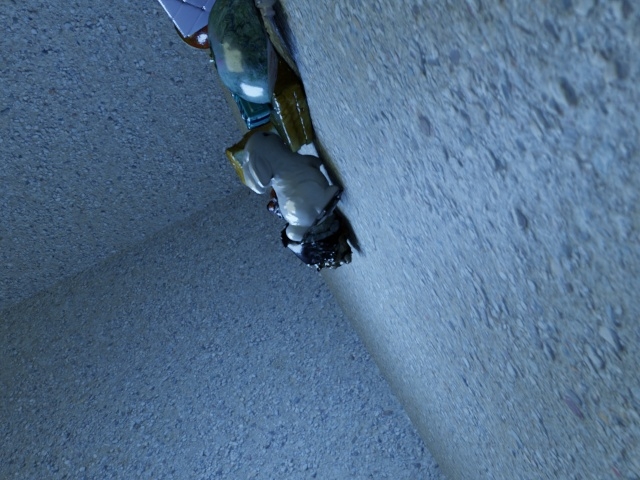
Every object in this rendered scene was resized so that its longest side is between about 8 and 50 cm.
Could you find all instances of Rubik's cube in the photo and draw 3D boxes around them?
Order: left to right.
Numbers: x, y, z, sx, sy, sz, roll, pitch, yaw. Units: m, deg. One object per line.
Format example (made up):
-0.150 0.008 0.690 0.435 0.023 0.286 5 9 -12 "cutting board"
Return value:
-0.394 -0.783 1.587 0.225 0.231 0.221 60 -177 22 "Rubik's cube"

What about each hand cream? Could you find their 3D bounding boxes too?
-0.139 -0.598 1.278 0.084 0.053 0.142 -159 52 -80 "hand cream"

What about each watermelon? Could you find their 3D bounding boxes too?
-0.220 -0.515 1.383 0.188 0.175 0.322 31 -142 -81 "watermelon"

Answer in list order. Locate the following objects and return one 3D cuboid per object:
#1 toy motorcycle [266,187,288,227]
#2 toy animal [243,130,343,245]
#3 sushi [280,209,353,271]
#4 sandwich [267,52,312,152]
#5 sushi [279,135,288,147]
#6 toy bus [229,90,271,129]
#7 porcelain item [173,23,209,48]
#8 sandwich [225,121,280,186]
-0.119 -0.104 2.508 0.401 0.207 0.134 60 -157 -10 "toy motorcycle"
-0.110 -0.191 1.719 0.357 0.258 0.194 39 162 2 "toy animal"
0.002 0.004 1.942 0.219 0.225 0.239 56 -147 -46 "sushi"
-0.134 -0.441 1.637 0.301 0.099 0.271 57 168 32 "sandwich"
-0.148 -0.352 2.134 0.226 0.097 0.103 124 135 -55 "sushi"
-0.205 -0.411 1.565 0.160 0.079 0.092 66 167 3 "toy bus"
-0.390 -0.795 1.912 0.253 0.253 0.253 61 174 12 "porcelain item"
-0.244 -0.354 2.207 0.087 0.251 0.226 42 163 29 "sandwich"
